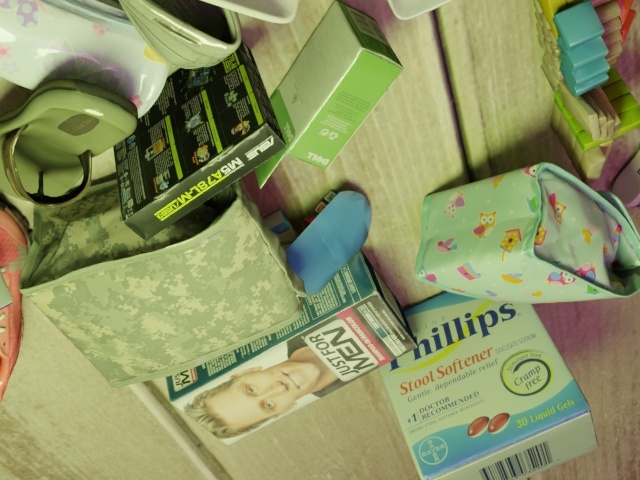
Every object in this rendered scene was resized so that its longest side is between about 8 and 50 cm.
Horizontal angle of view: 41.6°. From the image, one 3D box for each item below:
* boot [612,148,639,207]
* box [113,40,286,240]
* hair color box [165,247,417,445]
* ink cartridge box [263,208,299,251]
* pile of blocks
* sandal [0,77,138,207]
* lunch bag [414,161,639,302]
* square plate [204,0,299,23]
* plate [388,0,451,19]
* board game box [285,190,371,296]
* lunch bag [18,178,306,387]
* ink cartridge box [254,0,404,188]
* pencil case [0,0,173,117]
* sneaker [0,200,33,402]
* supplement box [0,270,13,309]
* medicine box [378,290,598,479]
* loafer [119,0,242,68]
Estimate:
[{"bbox_3d":[0.521,-0.123,1.250,0.086,0.069,0.190,1,141,-32],"label":"boot"},{"bbox_3d":[-0.139,-0.117,0.905,0.184,0.191,0.045,-32,134,10],"label":"box"},{"bbox_3d":[-0.046,0.167,1.285,0.347,0.105,0.174,-29,136,9],"label":"hair color box"},{"bbox_3d":[-0.056,0.000,1.170,0.048,0.028,0.083,-27,137,6],"label":"ink cartridge box"},{"bbox_3d":[0.340,-0.221,1.015,0.112,0.149,0.362,-25,136,4],"label":"pile of blocks"},{"bbox_3d":[-0.286,-0.084,0.882,0.120,0.086,0.302,12,164,-29],"label":"sandal"},{"bbox_3d":[0.301,0.012,1.172,0.262,0.160,0.223,21,159,-32],"label":"lunch bag"},{"bbox_3d":[-0.150,-0.375,0.643,0.347,0.049,0.344,9,93,-28],"label":"square plate"},{"bbox_3d":[0.157,-0.394,0.825,0.278,0.045,0.277,-24,128,3],"label":"plate"},{"bbox_3d":[0.000,0.000,1.168,0.169,0.033,0.133,-47,146,-8],"label":"board game box"},{"bbox_3d":[-0.180,0.036,1.042,0.286,0.169,0.235,-15,138,10],"label":"lunch bag"},{"bbox_3d":[-0.002,-0.158,0.975,0.062,0.109,0.209,18,124,-33],"label":"ink cartridge box"},{"bbox_3d":[-0.279,-0.212,0.813,0.273,0.114,0.124,21,127,-36],"label":"pencil case"},{"bbox_3d":[-0.410,0.084,1.040,0.115,0.136,0.314,-4,134,-18],"label":"sneaker"},{"bbox_3d":[-0.473,0.055,0.929,0.220,0.114,0.111,-12,102,22],"label":"supplement box"},{"bbox_3d":[0.244,0.228,1.321,0.263,0.289,0.149,-24,139,4],"label":"medicine box"},{"bbox_3d":[-0.179,-0.288,0.733,0.112,0.111,0.319,-52,120,-16],"label":"loafer"}]
